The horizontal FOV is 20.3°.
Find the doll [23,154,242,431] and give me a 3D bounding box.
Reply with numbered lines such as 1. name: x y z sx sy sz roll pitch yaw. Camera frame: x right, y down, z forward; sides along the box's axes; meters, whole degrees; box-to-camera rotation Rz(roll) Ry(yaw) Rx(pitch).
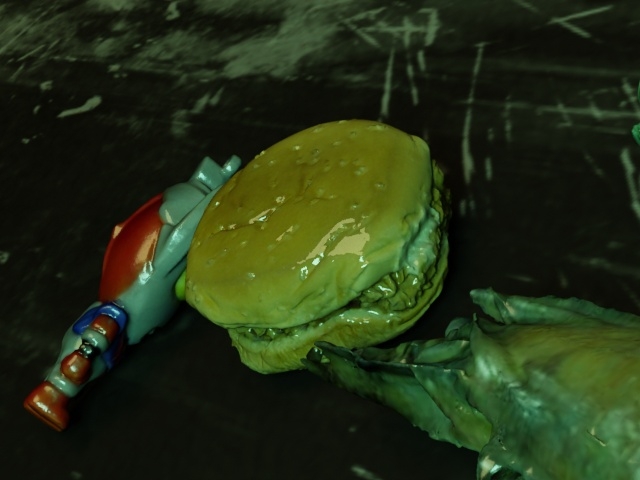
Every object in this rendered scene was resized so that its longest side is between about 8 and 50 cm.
1. doll: -0.104 0.025 1.044 0.062 0.104 0.195 32 74 12

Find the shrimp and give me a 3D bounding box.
1. shrimp: 0.099 0.145 0.685 0.272 0.085 0.445 -48 37 -6

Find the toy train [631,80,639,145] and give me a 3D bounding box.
1. toy train: 0.215 -0.055 0.817 0.125 0.081 0.194 -39 33 6

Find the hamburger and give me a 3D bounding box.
1. hamburger: 0.000 0.000 0.957 0.147 0.083 0.138 -16 33 26
